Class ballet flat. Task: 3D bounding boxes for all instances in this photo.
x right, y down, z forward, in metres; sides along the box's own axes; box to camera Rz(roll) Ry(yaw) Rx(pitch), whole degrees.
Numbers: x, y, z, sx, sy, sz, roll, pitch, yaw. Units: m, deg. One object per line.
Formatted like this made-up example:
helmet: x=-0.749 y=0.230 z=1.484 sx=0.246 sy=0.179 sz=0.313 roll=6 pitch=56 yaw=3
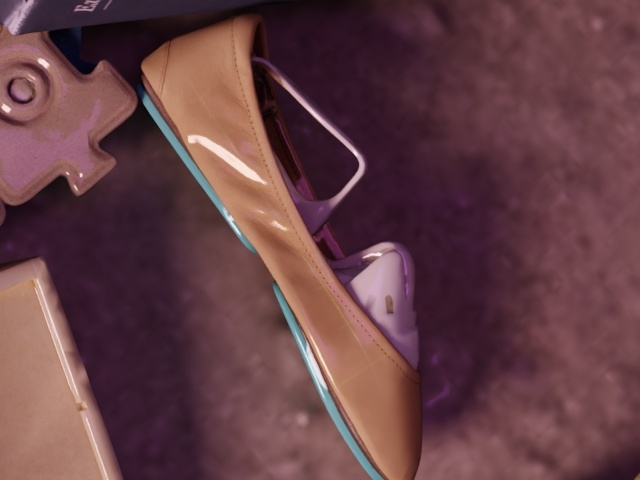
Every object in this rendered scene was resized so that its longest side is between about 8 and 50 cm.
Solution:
ballet flat: x=0.000 y=0.000 z=0.826 sx=0.073 sy=0.080 sz=0.232 roll=-32 pitch=87 yaw=7

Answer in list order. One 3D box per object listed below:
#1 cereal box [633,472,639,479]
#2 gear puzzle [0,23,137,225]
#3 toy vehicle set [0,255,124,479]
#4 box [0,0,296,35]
cereal box: x=0.143 y=0.213 z=0.730 sx=0.173 sy=0.047 sz=0.240 roll=46 pitch=72 yaw=-3
gear puzzle: x=-0.249 y=-0.008 z=0.789 sx=0.339 sy=0.044 sz=0.175 roll=-42 pitch=93 yaw=-17
toy vehicle set: x=-0.195 y=0.125 z=0.707 sx=0.267 sy=0.035 sz=0.166 roll=-23 pitch=98 yaw=-39
box: x=0.062 y=-0.251 z=0.768 sx=0.395 sy=0.293 sz=0.212 roll=-10 pitch=80 yaw=-26
